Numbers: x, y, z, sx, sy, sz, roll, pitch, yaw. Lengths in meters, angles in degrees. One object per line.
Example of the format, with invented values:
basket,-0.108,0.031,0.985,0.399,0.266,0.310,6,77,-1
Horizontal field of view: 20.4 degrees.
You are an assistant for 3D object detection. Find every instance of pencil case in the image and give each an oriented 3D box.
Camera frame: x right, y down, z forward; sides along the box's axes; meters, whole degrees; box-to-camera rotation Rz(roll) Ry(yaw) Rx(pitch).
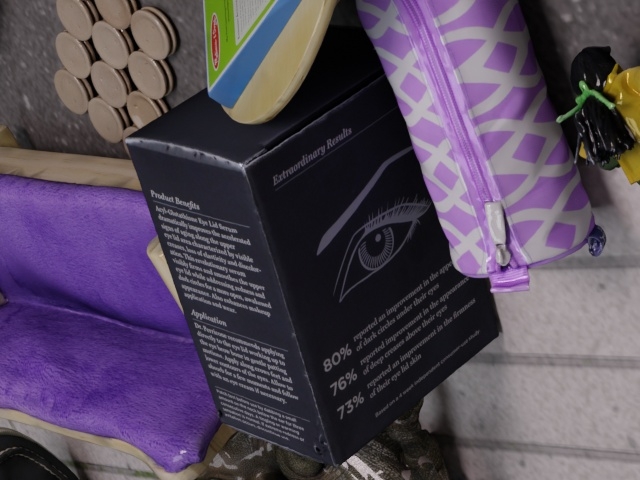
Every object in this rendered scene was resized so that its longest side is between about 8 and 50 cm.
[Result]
pencil case,0.076,-0.075,0.936,0.086,0.088,0.206,-13,109,32

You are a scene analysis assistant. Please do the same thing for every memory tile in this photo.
memory tile,-0.143,-0.123,1.236,0.113,0.012,0.148,39,143,22

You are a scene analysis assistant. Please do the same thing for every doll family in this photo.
doll family,0.171,-0.072,0.843,0.111,0.076,0.193,53,142,10

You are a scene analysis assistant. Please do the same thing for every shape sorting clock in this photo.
shape sorting clock,-0.020,-0.163,0.935,0.206,0.040,0.206,-34,51,57

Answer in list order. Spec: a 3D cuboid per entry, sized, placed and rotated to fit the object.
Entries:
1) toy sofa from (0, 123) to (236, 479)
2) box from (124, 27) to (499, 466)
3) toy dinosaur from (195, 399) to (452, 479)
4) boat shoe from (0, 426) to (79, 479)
toy sofa,-0.163,0.031,1.239,0.362,0.177,0.150,8,133,49
box,0.000,0.000,1.043,0.108,0.153,0.207,14,129,45
toy dinosaur,0.042,0.166,1.204,0.313,0.121,0.160,25,149,30
boat shoe,-0.214,0.313,1.615,0.113,0.127,0.340,10,129,45
